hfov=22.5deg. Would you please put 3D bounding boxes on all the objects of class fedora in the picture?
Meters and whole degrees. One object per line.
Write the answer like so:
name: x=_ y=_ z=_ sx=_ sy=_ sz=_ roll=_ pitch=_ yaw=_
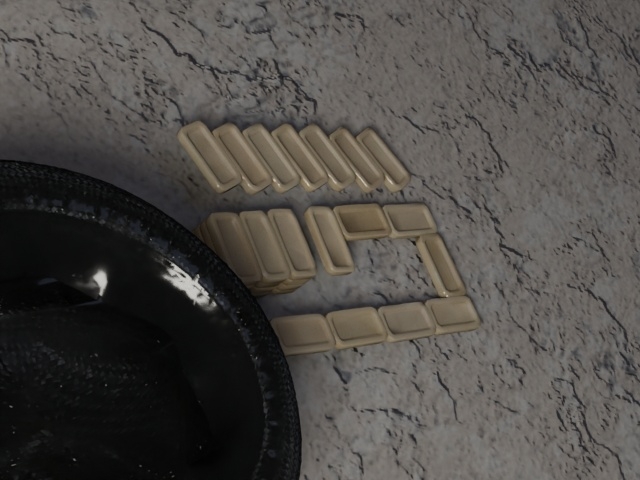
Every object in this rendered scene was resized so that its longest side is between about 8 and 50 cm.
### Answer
fedora: x=-0.182 y=0.111 z=0.968 sx=0.334 sy=0.152 sz=0.334 roll=18 pitch=53 yaw=-26

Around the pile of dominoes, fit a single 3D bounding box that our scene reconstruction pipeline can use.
pile of dominoes: x=0.000 y=0.000 z=1.269 sx=0.251 sy=0.040 sz=0.196 roll=-3 pitch=64 yaw=-46
